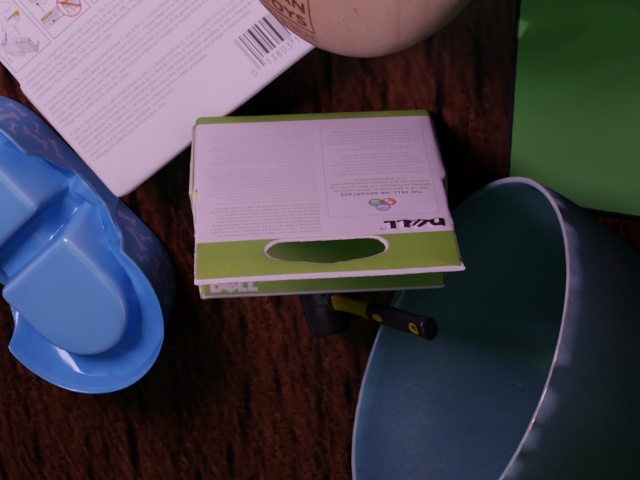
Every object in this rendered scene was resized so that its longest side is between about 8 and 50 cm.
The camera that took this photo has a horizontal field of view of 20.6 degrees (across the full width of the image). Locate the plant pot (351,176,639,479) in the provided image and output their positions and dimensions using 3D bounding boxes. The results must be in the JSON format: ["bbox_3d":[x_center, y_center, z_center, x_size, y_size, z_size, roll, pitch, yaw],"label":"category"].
[{"bbox_3d":[0.180,0.122,1.325,0.195,0.290,0.290,22,127,-20],"label":"plant pot"}]

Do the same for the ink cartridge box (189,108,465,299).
[{"bbox_3d":[0.000,0.000,1.284,0.189,0.255,0.097,-2,119,-1],"label":"ink cartridge box"}]

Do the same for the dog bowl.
[{"bbox_3d":[-0.245,-0.004,1.511,0.297,0.074,0.166,46,123,-9],"label":"dog bowl"}]

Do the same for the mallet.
[{"bbox_3d":[0.035,0.047,1.399,0.190,0.039,0.062,-1,110,64],"label":"mallet"}]

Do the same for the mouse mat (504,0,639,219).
[{"bbox_3d":[0.217,-0.103,1.323,0.153,0.007,0.189,9,120,15],"label":"mouse mat"}]

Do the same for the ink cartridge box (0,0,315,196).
[{"bbox_3d":[-0.141,-0.196,1.372,0.275,0.060,0.239,-35,101,33],"label":"ink cartridge box"}]

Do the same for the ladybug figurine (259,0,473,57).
[{"bbox_3d":[0.044,-0.324,1.139,0.305,0.162,0.449,37,138,29],"label":"ladybug figurine"}]
